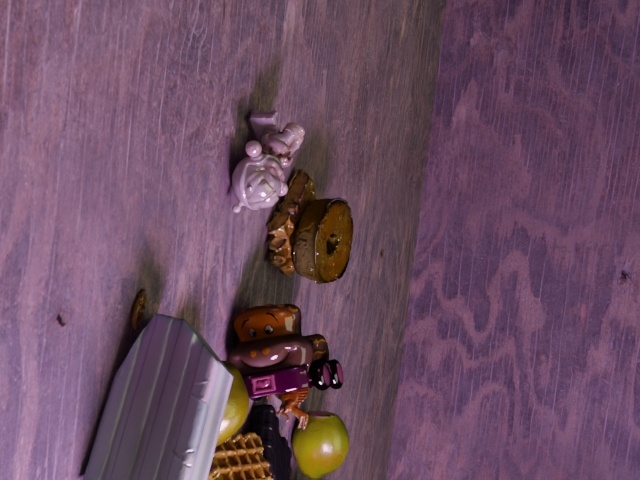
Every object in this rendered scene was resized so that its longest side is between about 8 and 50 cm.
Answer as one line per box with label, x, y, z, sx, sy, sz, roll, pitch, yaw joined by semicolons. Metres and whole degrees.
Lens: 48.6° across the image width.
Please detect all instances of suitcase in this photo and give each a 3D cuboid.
suitcase;-0.139;0.618;2.006;0.206;0.066;0.285;-90;171;-45

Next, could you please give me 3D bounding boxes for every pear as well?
pear;-0.248;0.343;1.509;0.198;0.198;0.198;8;90;-70
pear;0.001;0.668;2.313;0.187;0.188;0.219;5;87;-70

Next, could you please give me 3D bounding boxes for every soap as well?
soap;-0.295;0.323;1.343;0.115;0.208;0.346;50;50;-66

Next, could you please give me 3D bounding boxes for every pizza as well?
pizza;-0.353;0.134;1.388;0.037;0.016;0.083;57;43;-70

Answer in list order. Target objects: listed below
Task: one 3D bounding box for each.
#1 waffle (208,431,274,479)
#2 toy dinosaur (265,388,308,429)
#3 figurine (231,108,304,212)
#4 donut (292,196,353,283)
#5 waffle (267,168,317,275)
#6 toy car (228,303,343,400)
waffle;-0.200;0.585;1.732;0.219;0.057;0.229;20;41;-55
toy dinosaur;-0.089;0.425;2.038;0.057;0.142;0.212;46;52;-67
figurine;-0.141;-0.180;1.695;0.182;0.145;0.256;105;3;-58
donut;0.000;0.000;2.012;0.272;0.107;0.272;8;90;-69
waffle;-0.073;-0.048;2.009;0.283;0.065;0.309;-11;107;-69
toy car;-0.103;0.291;1.846;0.341;0.271;0.240;25;53;-72
